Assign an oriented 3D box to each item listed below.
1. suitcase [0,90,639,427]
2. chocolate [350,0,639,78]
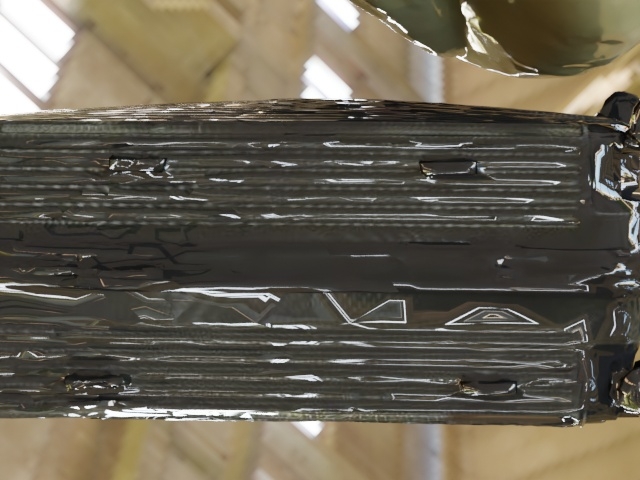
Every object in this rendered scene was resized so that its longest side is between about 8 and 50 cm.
[{"bbox_3d":[0.000,0.000,0.976,0.229,0.335,0.152,-53,144,-85],"label":"suitcase"},{"bbox_3d":[0.109,-0.225,1.018,0.297,0.326,0.314,-57,-168,-12],"label":"chocolate"}]
